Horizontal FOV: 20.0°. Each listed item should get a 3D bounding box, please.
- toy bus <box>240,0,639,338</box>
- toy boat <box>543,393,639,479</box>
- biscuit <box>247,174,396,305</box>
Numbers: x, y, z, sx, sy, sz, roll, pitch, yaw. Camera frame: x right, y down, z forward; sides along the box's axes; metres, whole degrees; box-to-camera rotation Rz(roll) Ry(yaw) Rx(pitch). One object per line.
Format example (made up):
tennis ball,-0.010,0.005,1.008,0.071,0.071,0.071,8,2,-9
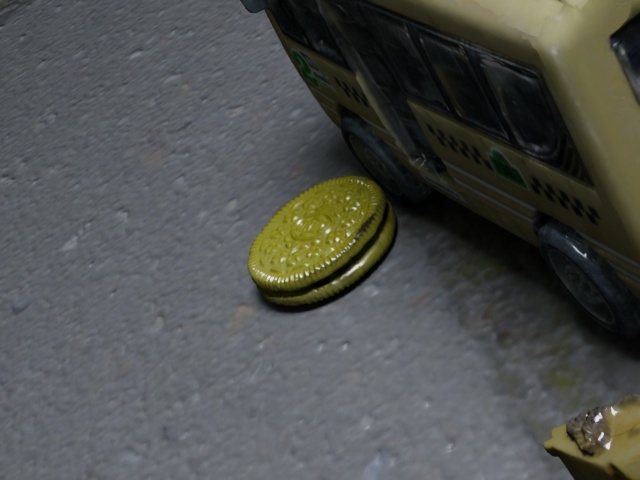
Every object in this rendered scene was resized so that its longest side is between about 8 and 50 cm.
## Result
toy bus,0.101,-0.110,0.824,0.177,0.202,0.365,-40,29,-9
toy boat,0.178,0.053,0.655,0.200,0.057,0.077,-24,26,20
biscuit,0.000,0.000,0.946,0.084,0.023,0.084,-26,30,16
